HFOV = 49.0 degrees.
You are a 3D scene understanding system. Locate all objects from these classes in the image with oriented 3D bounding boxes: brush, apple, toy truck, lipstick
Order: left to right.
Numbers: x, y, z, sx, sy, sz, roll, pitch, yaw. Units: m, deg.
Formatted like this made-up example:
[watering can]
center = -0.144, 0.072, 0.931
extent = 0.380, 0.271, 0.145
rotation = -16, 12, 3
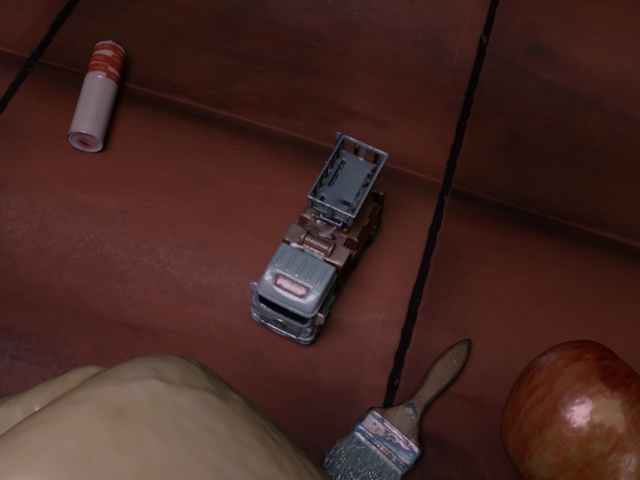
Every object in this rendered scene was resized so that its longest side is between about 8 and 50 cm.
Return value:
[lipstick]
center = -0.247, -0.162, 0.781
extent = 0.038, 0.038, 0.130
rotation = 7, 62, -2
[toy truck]
center = 0.001, 0.001, 0.676
extent = 0.080, 0.115, 0.177
rotation = 25, 64, 7
[brush]
center = 0.084, 0.159, 0.655
extent = 0.070, 0.021, 0.196
rotation = 39, 63, 15
[apple]
center = 0.227, 0.166, 0.597
extent = 0.131, 0.146, 0.146
rotation = -43, 71, 5

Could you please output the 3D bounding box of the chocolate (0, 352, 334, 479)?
[chocolate]
center = -0.112, 0.210, 0.419
extent = 0.326, 0.314, 0.297
rotation = -29, 78, -18
